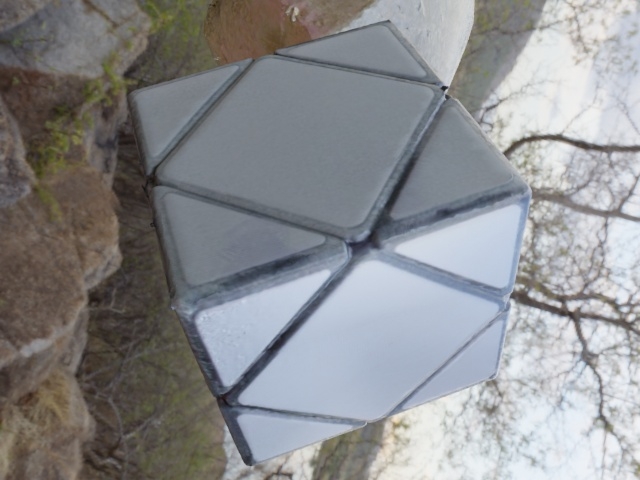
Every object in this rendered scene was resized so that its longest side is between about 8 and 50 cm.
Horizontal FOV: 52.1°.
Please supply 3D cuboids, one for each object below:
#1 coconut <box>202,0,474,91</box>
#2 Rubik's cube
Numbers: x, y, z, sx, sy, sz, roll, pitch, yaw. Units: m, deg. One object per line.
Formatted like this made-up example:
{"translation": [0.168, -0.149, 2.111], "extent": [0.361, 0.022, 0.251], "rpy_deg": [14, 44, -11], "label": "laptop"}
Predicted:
{"translation": [0.028, -0.241, 0.797], "extent": [0.297, 0.310, 0.298], "rpy_deg": [-26, 149, -17], "label": "coconut"}
{"translation": [0.000, 0.000, 0.467], "extent": [0.205, 0.207, 0.205], "rpy_deg": [83, -12, -47], "label": "Rubik's cube"}
